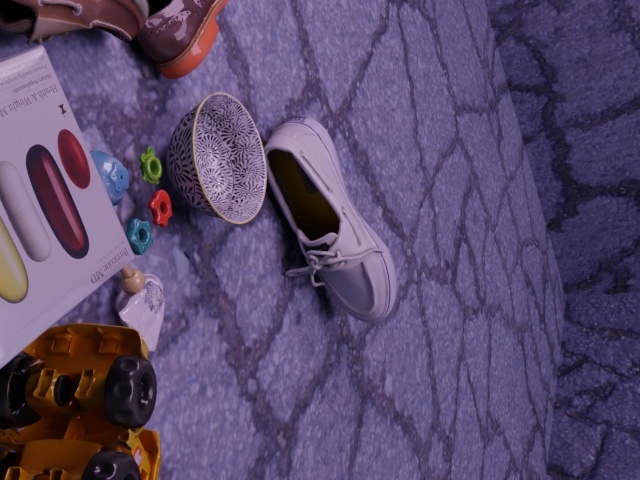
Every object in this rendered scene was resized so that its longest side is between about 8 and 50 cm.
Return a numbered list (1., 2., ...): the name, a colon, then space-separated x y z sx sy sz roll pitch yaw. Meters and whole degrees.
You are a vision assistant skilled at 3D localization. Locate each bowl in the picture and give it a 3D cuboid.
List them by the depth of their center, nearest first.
1. bowl: -0.146 -0.100 1.074 0.170 0.080 0.170 25 62 -60

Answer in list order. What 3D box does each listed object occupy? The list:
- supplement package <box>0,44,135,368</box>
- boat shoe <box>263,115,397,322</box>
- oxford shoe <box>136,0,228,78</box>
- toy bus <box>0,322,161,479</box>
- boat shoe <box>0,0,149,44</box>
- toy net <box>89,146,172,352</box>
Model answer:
1. supplement package: -0.294 -0.023 0.678 0.194 0.149 0.203 -51 127 -56
2. boat shoe: 0.007 -0.003 1.293 0.367 0.136 0.156 68 29 -21
3. oxford shoe: -0.169 -0.341 1.082 0.098 0.097 0.271 46 44 -42
4. toy bus: -0.215 0.217 0.797 0.211 0.149 0.220 66 25 -56
5. boat shoe: -0.286 -0.258 0.825 0.116 0.123 0.324 -62 160 2
6. toy net: -0.215 0.011 0.951 0.122 0.045 0.232 -15 98 -65
